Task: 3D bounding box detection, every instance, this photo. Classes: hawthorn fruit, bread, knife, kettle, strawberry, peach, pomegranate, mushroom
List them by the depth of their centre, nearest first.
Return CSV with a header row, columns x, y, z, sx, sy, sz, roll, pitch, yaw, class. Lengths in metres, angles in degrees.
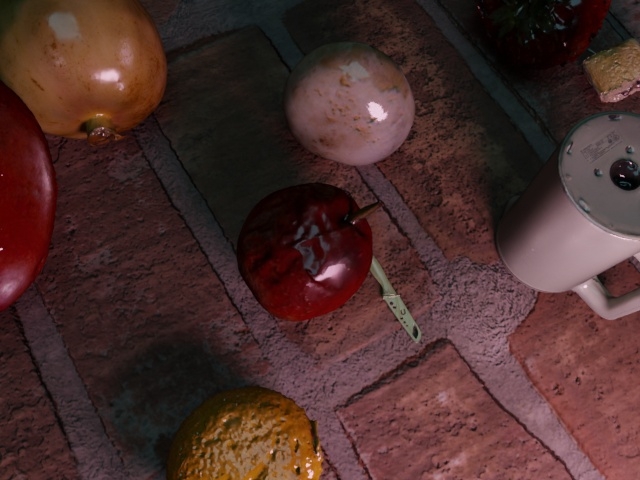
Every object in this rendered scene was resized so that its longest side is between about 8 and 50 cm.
x,y,z,sx,sy,sz,roll,pitch,yaw,class
-0.597,-0.088,0.938,0.338,0.417,0.353,8,30,14,peach
-0.114,0.342,0.940,0.239,0.139,0.240,1,69,-2,bread
0.455,-0.030,1.012,0.264,0.318,0.205,23,70,5,kettle
0.000,0.000,1.025,0.266,0.210,0.230,-31,54,23,hawthorn fruit
-0.420,-0.316,1.096,0.318,0.319,0.320,1,70,-3,pomegranate
0.122,0.093,1.112,0.030,0.014,0.207,-28,74,-14,knife
0.056,-0.269,1.148,0.243,0.243,0.244,1,70,-3,mushroom
0.461,-0.490,1.249,0.220,0.274,0.274,-18,66,-49,strawberry
0.610,-0.343,1.263,0.125,0.082,0.106,-24,63,11,bread

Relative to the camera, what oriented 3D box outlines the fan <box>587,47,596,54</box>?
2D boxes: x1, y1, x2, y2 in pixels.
x,y,z,sx,sy,sz,roll,pitch,yaw,class
0.605,-0.386,1.318,0.083,0.004,0.056,41,75,12,fan
